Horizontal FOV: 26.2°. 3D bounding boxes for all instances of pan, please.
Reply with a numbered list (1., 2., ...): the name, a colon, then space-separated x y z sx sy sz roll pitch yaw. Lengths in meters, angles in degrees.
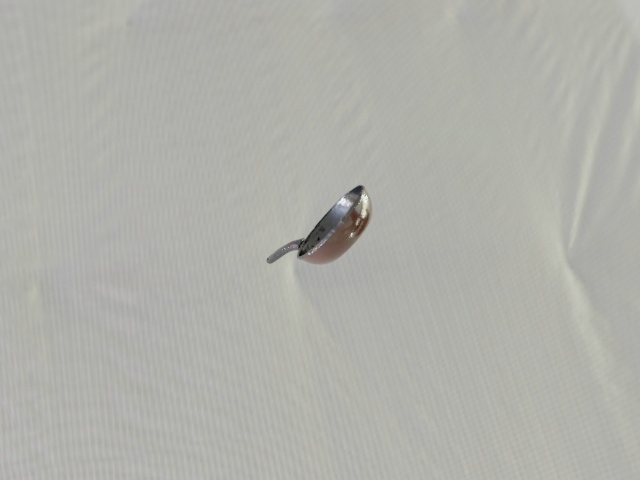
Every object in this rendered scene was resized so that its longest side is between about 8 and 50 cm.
1. pan: 0.000 0.001 0.977 0.023 0.115 0.068 43 -128 -13
